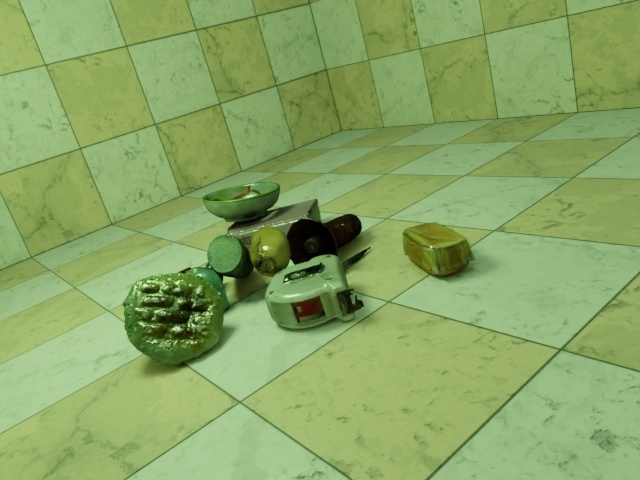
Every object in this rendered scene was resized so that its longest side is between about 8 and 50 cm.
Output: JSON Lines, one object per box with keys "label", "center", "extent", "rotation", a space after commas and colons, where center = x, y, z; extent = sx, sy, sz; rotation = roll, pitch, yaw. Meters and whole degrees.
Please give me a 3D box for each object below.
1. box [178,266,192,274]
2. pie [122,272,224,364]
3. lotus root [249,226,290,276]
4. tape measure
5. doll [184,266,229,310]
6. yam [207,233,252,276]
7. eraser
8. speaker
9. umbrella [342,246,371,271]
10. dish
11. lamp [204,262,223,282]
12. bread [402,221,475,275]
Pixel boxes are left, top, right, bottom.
{"label": "box", "center": [-0.521, 0.131, 2.161], "extent": [0.051, 0.023, 0.082], "rotation": [-26, 21, -29]}
{"label": "pie", "center": [-0.412, 0.211, 1.561], "extent": [0.306, 0.071, 0.307], "rotation": [5, 56, -7]}
{"label": "lotus root", "center": [-0.160, 0.036, 1.771], "extent": [0.130, 0.146, 0.303], "rotation": [13, 10, -13]}
{"label": "tape measure", "center": [-0.025, 0.144, 1.570], "extent": [0.265, 0.130, 0.258], "rotation": [-16, 21, 2]}
{"label": "doll", "center": [-0.439, 0.189, 1.724], "extent": [0.260, 0.162, 0.177], "rotation": [-26, 23, -34]}
{"label": "yam", "center": [-0.296, 0.065, 1.875], "extent": [0.133, 0.133, 0.330], "rotation": [-16, -9, 0]}
{"label": "eraser", "center": [-0.186, -0.050, 2.254], "extent": [0.359, 0.123, 0.272], "rotation": [-12, 16, 11]}
{"label": "speaker", "center": [0.011, 0.017, 1.952], "extent": [0.259, 0.198, 0.329], "rotation": [-51, -12, 23]}
{"label": "umbrella", "center": [0.096, 0.072, 1.811], "extent": [0.269, 0.044, 0.044], "rotation": [-31, -9, -41]}
{"label": "dish", "center": [-0.317, -0.146, 2.281], "extent": [0.324, 0.124, 0.324], "rotation": [-8, 17, 2]}
{"label": "lamp", "center": [-0.500, 0.176, 1.996], "extent": [0.371, 0.109, 0.130], "rotation": [-23, 27, 26]}
{"label": "bread", "center": [0.343, 0.025, 1.636], "extent": [0.136, 0.107, 0.241], "rotation": [-17, 19, -11]}
